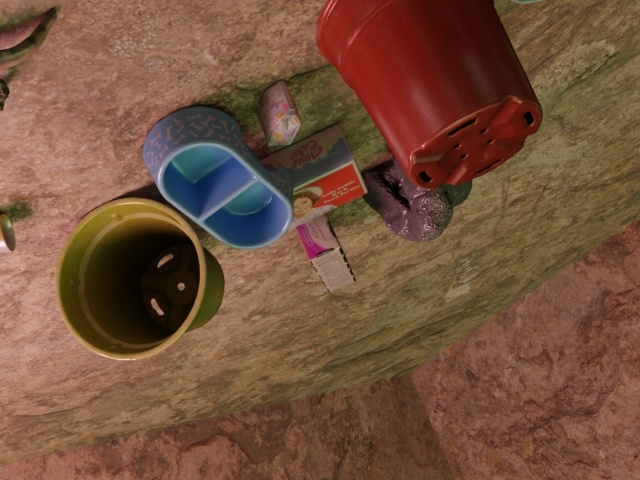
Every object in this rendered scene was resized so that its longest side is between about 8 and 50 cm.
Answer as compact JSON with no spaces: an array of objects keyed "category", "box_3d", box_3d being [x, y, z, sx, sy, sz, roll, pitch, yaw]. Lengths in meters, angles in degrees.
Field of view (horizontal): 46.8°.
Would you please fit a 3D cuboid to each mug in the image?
[{"category":"mug","box_3d":[-0.533,-0.014,1.184,0.064,0.078,0.062,-12,-171,-4]}]

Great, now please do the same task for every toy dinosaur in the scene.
[{"category":"toy dinosaur","box_3d":[-0.431,-0.187,0.879,0.268,0.064,0.118,-20,151,-14]}]

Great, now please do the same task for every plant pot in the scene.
[{"category":"plant pot","box_3d":[0.165,-0.235,1.056,0.272,0.265,0.272,-19,157,-8]},{"category":"plant pot","box_3d":[-0.299,0.079,1.368,0.276,0.276,0.254,-26,168,7]}]

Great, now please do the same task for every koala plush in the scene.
[{"category":"koala plush","box_3d":[0.236,-0.109,1.528,0.221,0.203,0.196,-18,160,-42]}]

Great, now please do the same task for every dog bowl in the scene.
[{"category":"dog bowl","box_3d":[-0.155,-0.088,1.204,0.166,0.074,0.297,-34,134,14]}]

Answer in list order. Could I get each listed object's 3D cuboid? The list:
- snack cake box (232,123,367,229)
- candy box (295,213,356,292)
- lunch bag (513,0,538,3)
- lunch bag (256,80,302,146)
[{"category":"snack cake box","box_3d":[-0.056,-0.097,1.381,0.264,0.089,0.152,-25,155,4]},{"category":"candy box","box_3d":[0.000,0.000,1.555,0.071,0.159,0.233,-24,156,1]},{"category":"lunch bag","box_3d":[0.209,-0.390,0.809,0.262,0.223,0.160,-6,158,-38]},{"category":"lunch bag","box_3d":[-0.062,-0.200,1.170,0.053,0.071,0.083,-9,153,-26]}]
